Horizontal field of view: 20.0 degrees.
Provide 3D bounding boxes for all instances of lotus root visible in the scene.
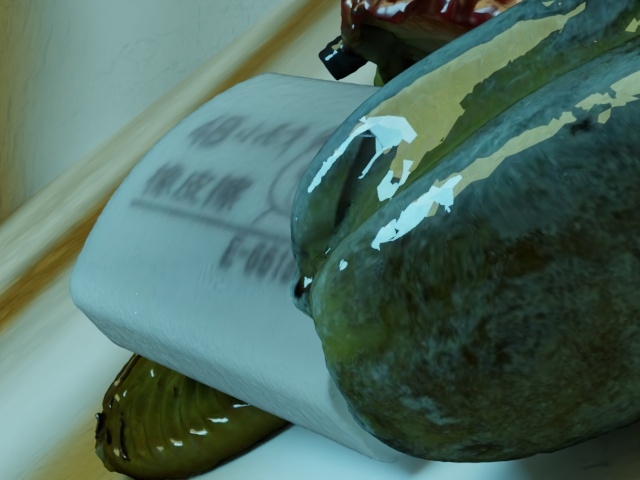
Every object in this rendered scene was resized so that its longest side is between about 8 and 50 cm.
[{"bbox_3d":[0.137,-0.033,0.647,0.322,0.140,0.158,-30,31,12],"label":"lotus root"}]

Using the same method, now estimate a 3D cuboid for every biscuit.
[{"bbox_3d":[-0.005,0.025,1.064,0.318,0.040,0.318,-36,13,10],"label":"biscuit"}]

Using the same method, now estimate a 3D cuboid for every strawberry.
[{"bbox_3d":[0.114,-0.098,0.908,0.208,0.167,0.087,14,74,26],"label":"strawberry"}]

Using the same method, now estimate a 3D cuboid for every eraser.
[{"bbox_3d":[0.000,0.000,0.883,0.174,0.095,0.270,-48,27,-16],"label":"eraser"}]

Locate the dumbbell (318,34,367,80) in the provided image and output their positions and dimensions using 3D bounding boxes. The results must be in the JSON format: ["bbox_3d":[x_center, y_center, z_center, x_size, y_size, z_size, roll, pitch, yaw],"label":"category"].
[{"bbox_3d":[0.159,-0.227,1.177,0.388,0.185,0.185,-36,12,12],"label":"dumbbell"}]
